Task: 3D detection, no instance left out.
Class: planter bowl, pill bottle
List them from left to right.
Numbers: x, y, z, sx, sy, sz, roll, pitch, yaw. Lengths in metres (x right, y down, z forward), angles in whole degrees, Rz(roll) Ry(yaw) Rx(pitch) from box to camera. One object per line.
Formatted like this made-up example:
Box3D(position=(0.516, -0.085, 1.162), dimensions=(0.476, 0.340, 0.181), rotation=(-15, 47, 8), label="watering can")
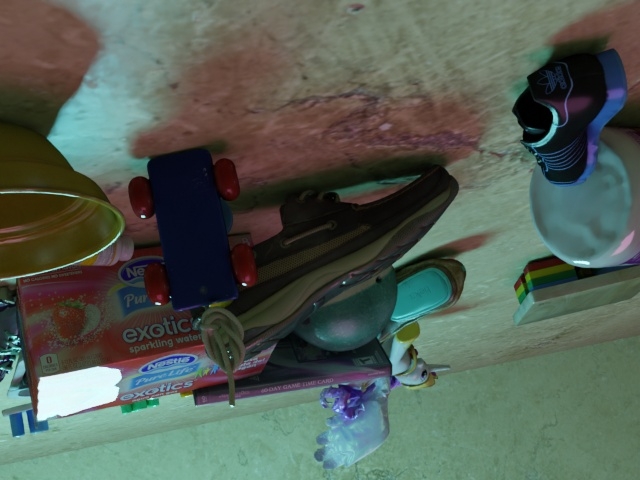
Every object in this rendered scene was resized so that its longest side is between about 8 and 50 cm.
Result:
Box3D(position=(-0.279, -0.039, 0.722), dimensions=(0.217, 0.090, 0.217), rotation=(-12, 164, -4), label="planter bowl")
Box3D(position=(-0.255, 0.007, 0.979), dimensions=(0.083, 0.043, 0.043), rotation=(3, 157, -44), label="pill bottle")
Box3D(position=(0.420, -0.056, 1.072), dimensions=(0.301, 0.169, 0.169), rotation=(-3, 161, -33), label="pill bottle")

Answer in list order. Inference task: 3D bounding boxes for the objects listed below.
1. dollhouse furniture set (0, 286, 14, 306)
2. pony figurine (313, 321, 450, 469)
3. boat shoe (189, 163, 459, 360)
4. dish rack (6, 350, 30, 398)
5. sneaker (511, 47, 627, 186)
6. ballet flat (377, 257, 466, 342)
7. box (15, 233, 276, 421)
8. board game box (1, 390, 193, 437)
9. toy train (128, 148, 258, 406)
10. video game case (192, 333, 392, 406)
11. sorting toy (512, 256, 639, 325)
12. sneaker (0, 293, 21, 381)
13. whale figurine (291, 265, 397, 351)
Box3D(position=(-0.454, 0.104, 1.082), dimensions=(0.114, 0.081, 0.091), rotation=(-16, 163, 9), label="dollhouse furniture set")
Box3D(position=(0.095, 0.289, 1.880), dimensions=(0.351, 0.303, 0.363), rotation=(-24, 148, 5), label="pony figurine")
Box3D(position=(0.000, 0.000, 0.993), dimensions=(0.355, 0.130, 0.132), rotation=(-33, 171, -15), label="boat shoe")
Box3D(position=(-0.363, 0.181, 1.430), dimensions=(0.285, 0.072, 0.333), rotation=(-4, 162, -25), label="dish rack")
Box3D(position=(0.241, -0.118, 0.896), dimensions=(0.090, 0.081, 0.232), rotation=(-10, 157, 0), label="sneaker")
Box3D(position=(0.119, 0.110, 1.547), dimensions=(0.342, 0.116, 0.124), rotation=(-29, 177, 34), label="ballet flat")
Box3D(position=(-0.218, 0.105, 1.092), dimensions=(0.300, 0.154, 0.142), rotation=(-8, 151, -23), label="box")
Box3D(position=(-0.267, 0.256, 1.495), dimensions=(0.390, 0.050, 0.390), rotation=(-16, 170, 18), label="board game box")
Box3D(position=(-0.111, 0.046, 0.869), dimensions=(0.105, 0.248, 0.143), rotation=(-12, 168, -2), label="toy train")
Box3D(position=(-0.055, 0.157, 1.255), dimensions=(0.274, 0.026, 0.196), rotation=(-6, -155, -12), label="video game case")
Box3D(position=(0.522, 0.081, 1.749), dimensions=(0.255, 0.089, 0.257), rotation=(-14, 163, 1), label="sorting toy")
Box3D(position=(-0.427, 0.141, 1.196), dimensions=(0.224, 0.098, 0.083), rotation=(-26, 159, 38), label="sneaker")
Box3D(position=(-0.010, 0.091, 1.249), dimensions=(0.272, 0.141, 0.216), rotation=(-14, -168, 43), label="whale figurine")
